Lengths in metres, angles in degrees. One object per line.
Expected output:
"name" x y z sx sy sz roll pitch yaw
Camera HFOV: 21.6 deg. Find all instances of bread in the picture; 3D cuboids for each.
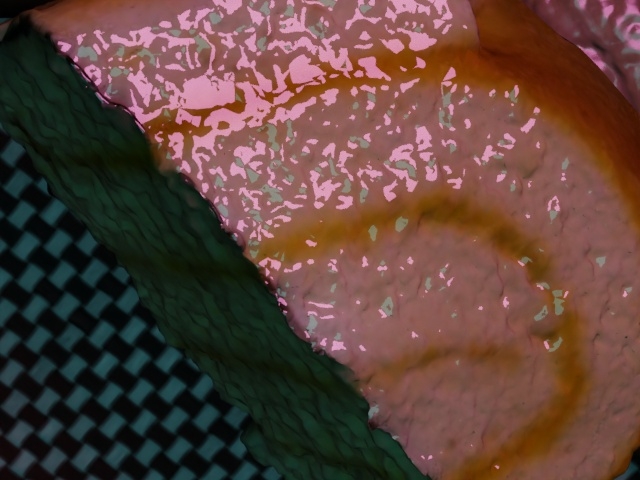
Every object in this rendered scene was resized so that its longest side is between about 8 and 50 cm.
"bread" 0.025 -0.037 0.939 0.264 0.239 0.395 -42 113 -16

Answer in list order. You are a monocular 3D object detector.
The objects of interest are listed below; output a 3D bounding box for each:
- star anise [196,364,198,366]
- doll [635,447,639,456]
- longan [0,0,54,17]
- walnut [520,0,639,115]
"star anise" 0.001 0.000 1.102 0.230 0.081 0.262 -36 109 7
"doll" 0.363 0.109 1.078 0.340 0.209 0.318 -25 128 6
"longan" -0.174 -0.319 0.907 0.405 0.336 0.404 2 96 15
"walnut" 0.192 -0.135 1.036 0.178 0.178 0.230 -38 95 8
